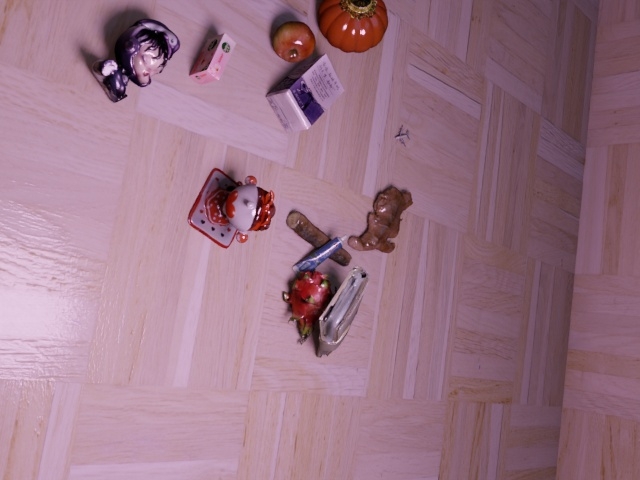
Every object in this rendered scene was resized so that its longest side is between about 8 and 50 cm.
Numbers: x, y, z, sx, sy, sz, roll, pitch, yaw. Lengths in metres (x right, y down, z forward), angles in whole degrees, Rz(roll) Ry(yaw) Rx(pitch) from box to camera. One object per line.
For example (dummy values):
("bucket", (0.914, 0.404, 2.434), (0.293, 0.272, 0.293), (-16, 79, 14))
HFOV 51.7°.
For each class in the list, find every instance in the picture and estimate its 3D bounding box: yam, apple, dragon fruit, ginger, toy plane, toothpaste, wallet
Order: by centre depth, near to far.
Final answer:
("apple", (-0.077, -0.582, 1.924), (0.126, 0.126, 0.102), (21, 60, -43))
("dragon fruit", (-0.040, 0.199, 1.968), (0.137, 0.135, 0.236), (15, 102, -34))
("wallet", (0.064, 0.228, 1.985), (0.223, 0.077, 0.309), (-60, 170, -25))
("toothpaste", (0.004, 0.045, 2.019), (0.197, 0.035, 0.057), (-37, 118, -4))
("yam", (0.000, 0.000, 2.049), (0.274, 0.061, 0.061), (38, 64, -39))
("ginger", (0.227, -0.065, 2.254), (0.166, 0.080, 0.333), (44, 57, -22))
("toy plane", (0.293, -0.371, 2.355), (0.084, 0.024, 0.078), (-17, 103, -37))

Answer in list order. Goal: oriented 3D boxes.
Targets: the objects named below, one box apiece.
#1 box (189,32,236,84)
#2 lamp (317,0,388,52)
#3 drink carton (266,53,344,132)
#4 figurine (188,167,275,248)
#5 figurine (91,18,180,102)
("box", (-0.285, -0.478, 1.743), (0.043, 0.089, 0.125), (36, 65, -38))
("lamp", (0.101, -0.687, 2.046), (0.223, 0.196, 0.223), (4, 69, -10))
("drink carton", (-0.040, -0.442, 1.976), (0.222, 0.102, 0.134), (-51, 121, -32))
("figurine", (-0.199, -0.089, 1.735), (0.160, 0.226, 0.183), (38, 65, -37))
("figurine", (-0.442, -0.438, 1.577), (0.222, 0.145, 0.145), (-45, 120, -22))
